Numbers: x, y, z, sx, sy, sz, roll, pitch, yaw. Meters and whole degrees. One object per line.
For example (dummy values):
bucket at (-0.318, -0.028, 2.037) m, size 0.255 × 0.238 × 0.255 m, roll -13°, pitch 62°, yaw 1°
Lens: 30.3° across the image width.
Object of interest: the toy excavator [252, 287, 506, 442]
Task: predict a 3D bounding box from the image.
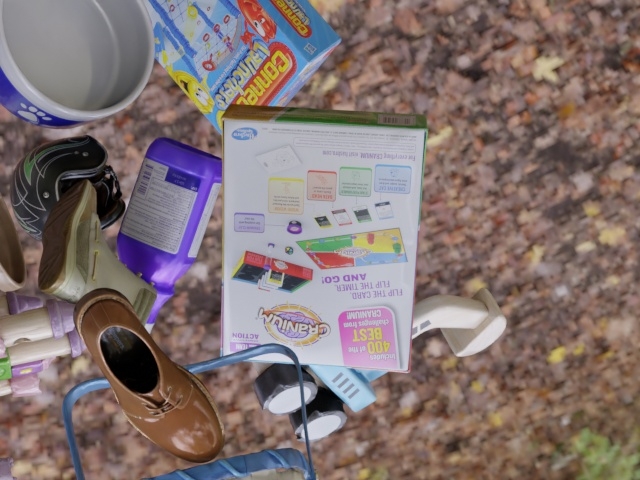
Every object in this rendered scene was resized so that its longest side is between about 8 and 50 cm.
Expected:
toy excavator at (0.107, 0.181, 2.228) m, size 0.445 × 0.222 × 0.433 m, roll -31°, pitch 145°, yaw 7°

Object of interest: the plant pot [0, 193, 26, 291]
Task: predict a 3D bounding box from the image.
plant pot at (-0.619, -0.009, 2.095) m, size 0.109 × 0.237 × 0.237 m, roll -21°, pitch 143°, yaw 0°

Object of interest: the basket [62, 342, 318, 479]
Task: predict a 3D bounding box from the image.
basket at (-0.125, 0.259, 1.204) m, size 0.254 × 0.289 × 0.201 m, roll -11°, pitch 158°, yaw -1°

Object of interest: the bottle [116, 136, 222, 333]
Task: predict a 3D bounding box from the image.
bottle at (-0.234, -0.003, 1.720) m, size 0.092 × 0.118 × 0.283 m, roll 3°, pitch 107°, yaw -70°

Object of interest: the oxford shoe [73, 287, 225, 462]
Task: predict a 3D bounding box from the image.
oxford shoe at (-0.153, 0.142, 1.088) m, size 0.076 × 0.076 × 0.212 m, roll -38°, pitch 119°, yaw -5°

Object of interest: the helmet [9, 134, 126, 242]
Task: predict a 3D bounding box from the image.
helmet at (-0.397, -0.073, 1.817) m, size 0.161 × 0.169 × 0.169 m, roll -32°, pitch 148°, yaw -20°

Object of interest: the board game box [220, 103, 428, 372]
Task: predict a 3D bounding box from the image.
board game box at (0.000, 0.000, 1.437) m, size 0.242 × 0.064 × 0.317 m, roll 4°, pitch 111°, yaw 3°

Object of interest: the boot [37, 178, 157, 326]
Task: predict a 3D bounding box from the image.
boot at (-0.303, 0.027, 1.643) m, size 0.077 × 0.213 × 0.165 m, roll -34°, pitch 126°, yaw 27°

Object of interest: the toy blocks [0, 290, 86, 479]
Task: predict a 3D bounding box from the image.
toy blocks at (-0.417, 0.172, 1.617) m, size 0.260 × 0.309 × 0.288 m, roll -11°, pitch 160°, yaw -17°

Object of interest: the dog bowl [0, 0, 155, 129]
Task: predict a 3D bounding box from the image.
dog bowl at (-0.390, -0.305, 1.790) m, size 0.265 × 0.265 × 0.104 m, roll 18°, pitch 160°, yaw -37°

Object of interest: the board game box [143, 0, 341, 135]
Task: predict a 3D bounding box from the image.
board game box at (-0.154, -0.347, 1.944) m, size 0.086 × 0.302 × 0.308 m, roll -40°, pitch 179°, yaw -36°
